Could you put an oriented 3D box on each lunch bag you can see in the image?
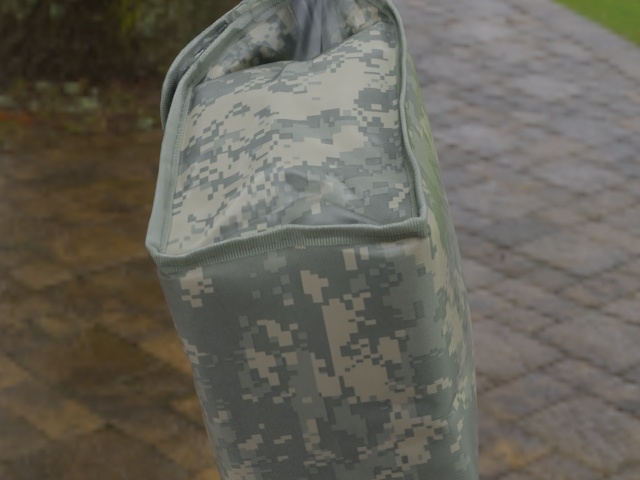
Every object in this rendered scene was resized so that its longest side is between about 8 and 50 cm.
[{"bbox_3d":[0.000,0.000,0.932,0.169,0.235,0.287,-8,37,6],"label":"lunch bag"}]
